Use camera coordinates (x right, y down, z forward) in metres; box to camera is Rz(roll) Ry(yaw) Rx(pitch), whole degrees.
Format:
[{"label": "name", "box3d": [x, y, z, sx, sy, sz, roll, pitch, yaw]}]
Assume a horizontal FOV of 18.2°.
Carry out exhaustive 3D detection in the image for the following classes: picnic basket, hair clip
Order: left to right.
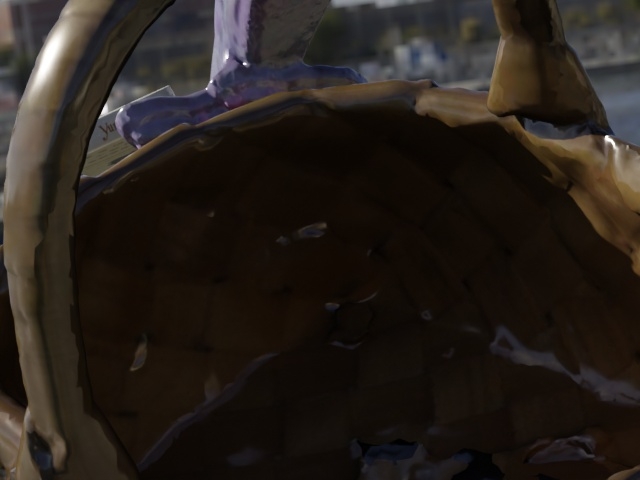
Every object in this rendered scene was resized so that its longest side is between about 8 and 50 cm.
[{"label": "hair clip", "box3d": [-0.036, -0.086, 0.975, 0.137, 0.278, 0.090, -9, 31, -30]}, {"label": "picnic basket", "box3d": [0.000, 0.000, 0.754, 0.293, 0.337, 0.337, -39, 22, -30]}]

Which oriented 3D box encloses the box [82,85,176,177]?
[{"label": "box", "box3d": [-0.140, -0.076, 1.460, 0.090, 0.024, 0.167, -25, -2, -1]}]
